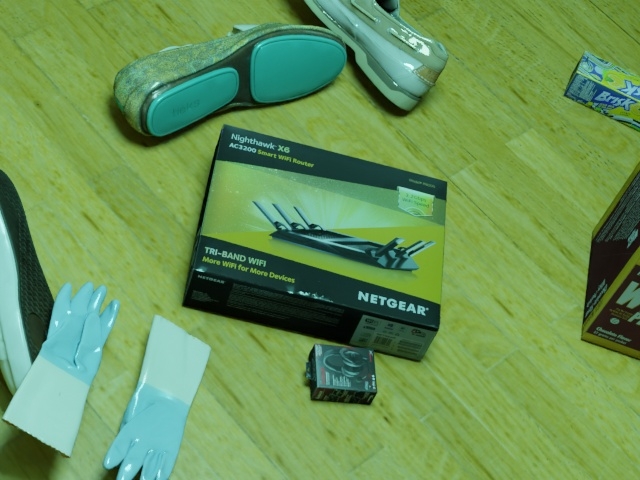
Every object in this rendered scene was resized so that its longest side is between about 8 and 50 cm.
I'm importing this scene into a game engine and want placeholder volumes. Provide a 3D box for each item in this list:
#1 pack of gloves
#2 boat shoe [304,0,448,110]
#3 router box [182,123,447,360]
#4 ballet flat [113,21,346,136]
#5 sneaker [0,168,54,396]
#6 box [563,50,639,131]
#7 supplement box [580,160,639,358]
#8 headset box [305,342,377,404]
[{"bbox_3d":[-0.237,0.165,1.455,0.195,0.046,0.232,33,42,-17],"label":"pack of gloves"},{"bbox_3d":[0.068,-0.329,1.892,0.302,0.103,0.113,50,21,14],"label":"boat shoe"},{"bbox_3d":[0.000,0.000,1.651,0.308,0.081,0.243,13,50,-8],"label":"router box"},{"bbox_3d":[-0.125,-0.236,1.781,0.348,0.123,0.123,-23,63,-31],"label":"ballet flat"},{"bbox_3d":[-0.376,0.066,1.487,0.123,0.106,0.290,-23,67,8],"label":"sneaker"},{"bbox_3d":[0.460,-0.218,1.990,0.169,0.054,0.059,27,50,2],"label":"box"},{"bbox_3d":[0.441,0.023,1.706,0.129,0.191,0.194,19,49,-3],"label":"supplement box"},{"bbox_3d":[0.022,0.159,1.566,0.083,0.032,0.062,8,52,-14],"label":"headset box"}]
